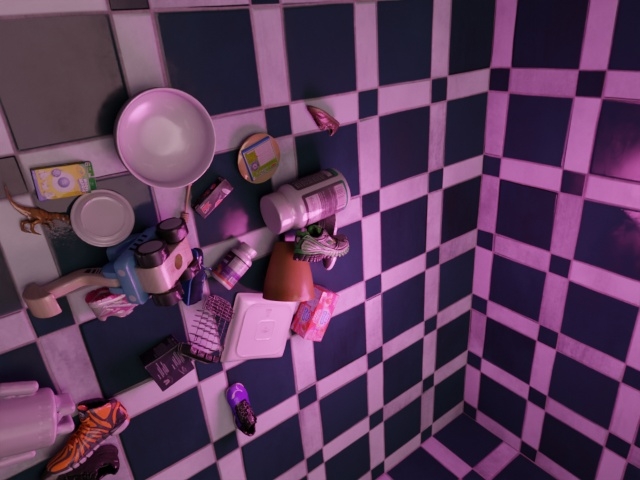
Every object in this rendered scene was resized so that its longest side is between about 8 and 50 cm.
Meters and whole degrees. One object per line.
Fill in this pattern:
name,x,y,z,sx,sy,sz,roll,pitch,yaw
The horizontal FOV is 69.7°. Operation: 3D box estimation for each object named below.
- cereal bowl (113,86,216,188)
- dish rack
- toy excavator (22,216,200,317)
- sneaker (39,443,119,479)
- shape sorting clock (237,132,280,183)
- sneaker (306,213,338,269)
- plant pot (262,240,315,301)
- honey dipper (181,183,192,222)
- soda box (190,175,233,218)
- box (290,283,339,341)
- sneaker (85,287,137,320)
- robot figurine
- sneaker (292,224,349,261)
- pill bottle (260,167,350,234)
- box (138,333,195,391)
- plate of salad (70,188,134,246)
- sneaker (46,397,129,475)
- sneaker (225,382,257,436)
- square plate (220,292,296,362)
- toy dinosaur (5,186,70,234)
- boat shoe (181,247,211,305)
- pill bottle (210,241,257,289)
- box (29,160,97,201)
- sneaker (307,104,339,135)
cereal bowl,-0.542,-0.353,1.581,0.338,0.141,0.339,-15,116,-34
dish rack,-0.469,0.372,1.941,0.208,0.074,0.272,47,51,-52
toy excavator,-0.709,0.113,1.601,0.433,0.444,0.223,-68,154,-54
sneaker,-0.927,0.896,1.788,0.286,0.130,0.109,-10,116,-34
shape sorting clock,-0.251,-0.336,1.885,0.206,0.040,0.206,-17,116,-37
sneaker,0.000,0.000,2.187,0.146,0.104,0.296,-6,105,-35
plant pot,-0.139,0.131,2.062,0.237,0.237,0.255,-1,94,-38
honey dipper,-0.513,-0.147,1.764,0.030,0.030,0.161,1,103,-39
soda box,-0.425,-0.170,1.806,0.169,0.053,0.060,-49,130,-11
box,-0.028,0.356,2.285,0.122,0.128,0.257,19,95,-41
sneaker,-0.724,0.217,1.703,0.252,0.103,0.111,-16,121,-26
robot figurine,-1.028,0.613,1.544,0.353,0.199,0.300,-1,98,-39
sneaker,0.016,0.003,2.016,0.343,0.134,0.147,-9,103,-54
pill bottle,-0.066,-0.169,1.992,0.360,0.204,0.204,-24,121,-29
box,-0.629,0.501,1.888,0.158,0.093,0.156,-35,125,-24
plate of salad,-0.744,-0.076,1.574,0.199,0.048,0.200,6,78,-30
sneaker,-0.910,0.721,1.751,0.321,0.124,0.180,-38,124,-34
sneaker,-0.361,0.816,2.193,0.102,0.146,0.294,-26,122,-28
square plate,-0.274,0.415,2.166,0.347,0.049,0.344,6,104,-40
toy dinosaur,-0.915,-0.080,1.460,0.211,0.064,0.113,26,73,-51
boat shoe,-0.504,0.139,1.854,0.089,0.109,0.258,-9,130,-43
pill bottle,-0.359,0.102,1.932,0.193,0.108,0.108,-50,130,-12
box,-0.824,-0.194,1.487,0.179,0.043,0.105,-18,118,-34
sneaker,0.009,-0.520,2.002,0.188,0.066,0.071,21,95,-41
